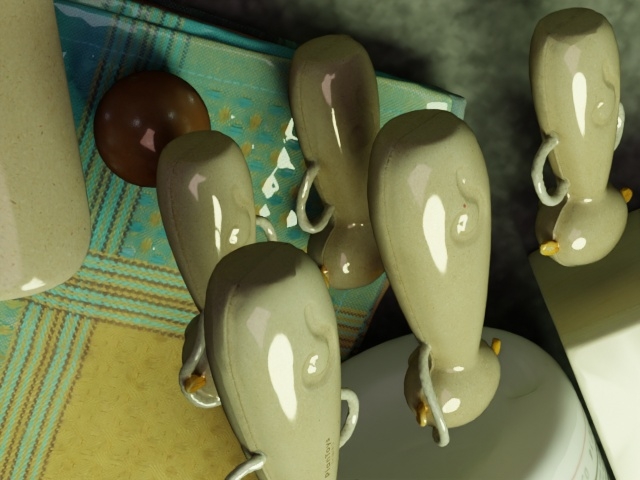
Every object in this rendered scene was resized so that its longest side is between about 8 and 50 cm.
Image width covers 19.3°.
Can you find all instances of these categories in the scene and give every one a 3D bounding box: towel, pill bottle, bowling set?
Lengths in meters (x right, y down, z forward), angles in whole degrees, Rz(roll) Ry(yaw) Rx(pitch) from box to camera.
[{"bbox_3d":[-0.118,0.047,0.955,0.271,0.040,0.370,17,114,-13],"label":"towel"},{"bbox_3d":[0.092,0.196,0.965,0.161,0.161,0.283,-22,124,5],"label":"pill bottle"},{"bbox_3d":[0.000,0.000,0.851,0.287,0.200,0.154,-36,131,-35],"label":"bowling set"}]

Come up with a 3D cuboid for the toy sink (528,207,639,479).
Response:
[{"bbox_3d":[0.221,0.097,0.959,0.153,0.131,0.234,-23,111,6],"label":"toy sink"}]

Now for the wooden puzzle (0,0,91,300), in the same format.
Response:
[{"bbox_3d":[-0.294,-0.113,0.811,0.348,0.080,0.322,-10,101,-6],"label":"wooden puzzle"}]
